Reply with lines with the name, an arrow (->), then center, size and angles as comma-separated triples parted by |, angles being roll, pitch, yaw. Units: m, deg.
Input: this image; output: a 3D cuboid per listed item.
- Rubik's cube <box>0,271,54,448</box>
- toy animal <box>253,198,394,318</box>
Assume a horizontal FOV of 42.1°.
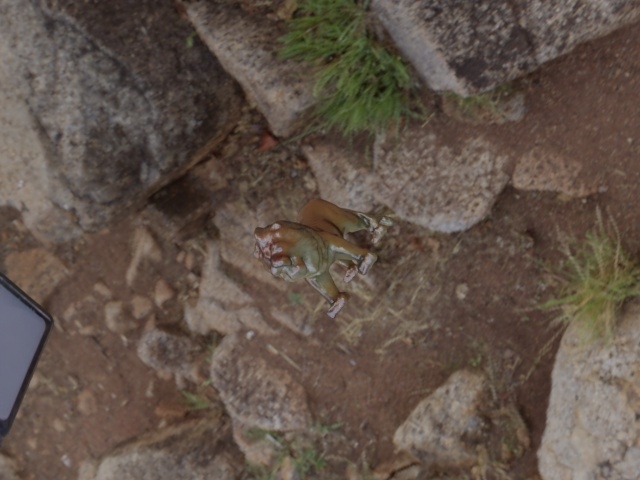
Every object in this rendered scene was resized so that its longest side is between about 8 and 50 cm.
Rubik's cube -> -0.523, 0.137, 0.837 | 0.314, 0.318, 0.316 | -7, 139, 24
toy animal -> 0.000, 0.000, 1.145 | 0.158, 0.312, 0.097 | 38, 111, -3
